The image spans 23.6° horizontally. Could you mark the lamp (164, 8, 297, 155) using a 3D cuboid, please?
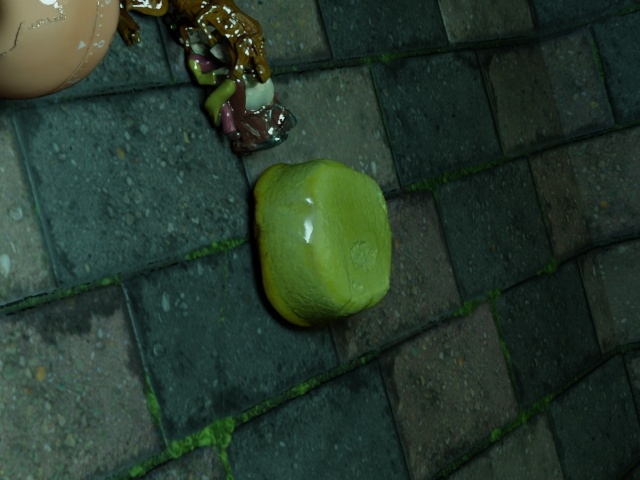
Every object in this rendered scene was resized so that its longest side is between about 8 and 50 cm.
[{"bbox_3d":[-0.133,-0.249,2.306,0.253,0.118,0.118,63,33,-24],"label":"lamp"}]

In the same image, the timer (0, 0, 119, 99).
[{"bbox_3d":[-0.357,-0.284,1.835,0.215,0.229,0.230,-32,105,-64],"label":"timer"}]

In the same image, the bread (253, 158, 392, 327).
[{"bbox_3d":[0.000,0.000,2.389,0.270,0.148,0.270,23,61,-50],"label":"bread"}]

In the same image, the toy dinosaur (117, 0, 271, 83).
[{"bbox_3d":[-0.231,-0.391,2.194,0.208,0.097,0.432,-31,88,-36],"label":"toy dinosaur"}]
